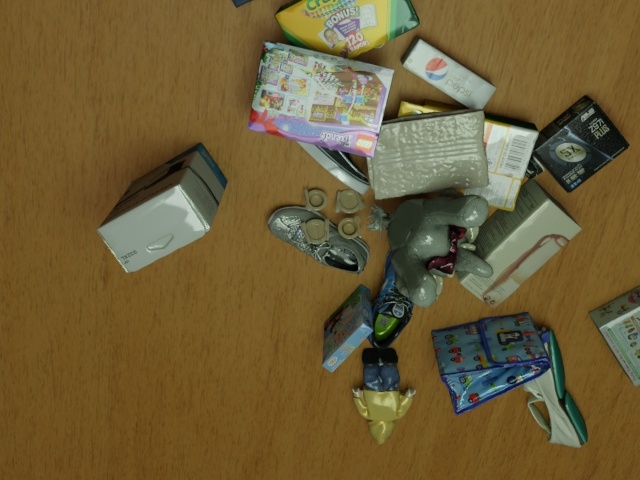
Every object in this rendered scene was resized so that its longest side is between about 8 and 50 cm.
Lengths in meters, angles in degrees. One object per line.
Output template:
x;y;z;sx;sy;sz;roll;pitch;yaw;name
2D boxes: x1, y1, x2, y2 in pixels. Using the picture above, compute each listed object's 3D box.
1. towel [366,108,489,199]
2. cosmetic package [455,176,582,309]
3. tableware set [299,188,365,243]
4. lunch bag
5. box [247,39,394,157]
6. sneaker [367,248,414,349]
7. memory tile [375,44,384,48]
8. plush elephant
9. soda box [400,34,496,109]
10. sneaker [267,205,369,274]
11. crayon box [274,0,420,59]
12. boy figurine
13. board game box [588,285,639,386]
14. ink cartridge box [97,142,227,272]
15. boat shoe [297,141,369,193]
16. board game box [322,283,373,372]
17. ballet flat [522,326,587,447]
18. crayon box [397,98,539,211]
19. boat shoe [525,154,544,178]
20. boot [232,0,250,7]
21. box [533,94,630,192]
0.243;-0.197;1.701;0.282;0.049;0.187;-5;113;13;towel
0.479;0.008;1.827;0.129;0.153;0.296;37;111;-16;cosmetic package
0.031;-0.062;1.822;0.168;0.020;0.141;-4;72;-4;tableware set
0.458;0.301;1.918;0.293;0.221;0.138;-20;112;10;lunch bag
-0.001;-0.314;1.630;0.293;0.057;0.201;13;104;-1;box
0.209;0.141;1.889;0.130;0.147;0.330;17;107;-7;sneaker
0.112;-0.520;1.670;0.148;0.012;0.113;37;110;-15;memory tile
0.285;0.021;1.726;0.255;0.330;0.272;25;93;-35;plush elephant
0.294;-0.385;1.697;0.216;0.069;0.074;29;111;-12;soda box
0.000;0.000;1.849;0.281;0.115;0.105;22;113;-8;sneaker
0.060;-0.497;1.628;0.278;0.081;0.165;-23;114;17;crayon box
0.179;0.443;2.059;0.177;0.092;0.285;-5;115;3;boy figurine
0.907;0.217;1.942;0.303;0.097;0.224;-32;109;13;board game box
-0.358;-0.083;1.713;0.223;0.307;0.129;-27;111;12;ink cartridge box
0.018;-0.238;1.733;0.301;0.108;0.102;44;101;4;boat shoe
0.069;0.223;1.895;0.039;0.211;0.160;37;109;-14;board game box
0.627;0.421;2.031;0.139;0.139;0.400;-21;113;10;ballet flat
0.329;-0.210;1.751;0.323;0.083;0.203;14;114;3;crayon box
0.509;-0.174;1.763;0.038;0.125;0.046;-34;81;10;boat shoe
-0.129;-0.594;1.619;0.190;0.069;0.086;-23;119;19;boot
0.614;-0.229;1.756;0.180;0.077;0.147;-40;107;17;box
